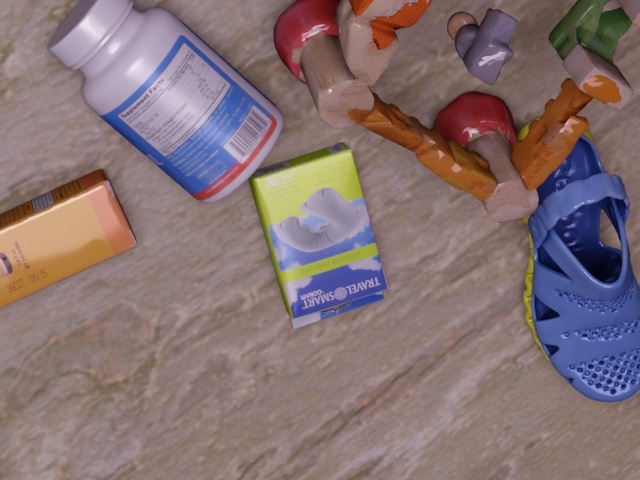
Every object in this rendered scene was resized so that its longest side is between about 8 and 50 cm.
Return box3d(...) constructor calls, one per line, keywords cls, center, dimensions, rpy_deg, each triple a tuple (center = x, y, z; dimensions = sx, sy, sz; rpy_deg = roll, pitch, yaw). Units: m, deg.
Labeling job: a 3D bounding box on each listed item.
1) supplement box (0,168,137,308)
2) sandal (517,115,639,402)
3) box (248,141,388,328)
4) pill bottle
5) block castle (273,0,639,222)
box3d(cls="supplement box", center=(-0.304, 0.013, 1.928), dimensions=(0.233, 0.080, 0.078), rpy_deg=(-25, 107, -7))
box3d(cls="sandal", center=(0.277, 0.032, 2.027), dimensions=(0.126, 0.138, 0.317), rpy_deg=(-21, 110, -8))
box3d(cls="box", center=(0.000, 0.000, 2.007), dimensions=(0.109, 0.042, 0.178), rpy_deg=(-18, 107, -7))
box3d(cls="pill bottle", center=(-0.153, -0.148, 1.892), dimensions=(0.221, 0.124, 0.124), rpy_deg=(42, 93, -18))
box3d(cls="block castle", center=(0.188, -0.272, 1.863), dimensions=(0.303, 0.213, 0.453), rpy_deg=(27, 113, -27))
